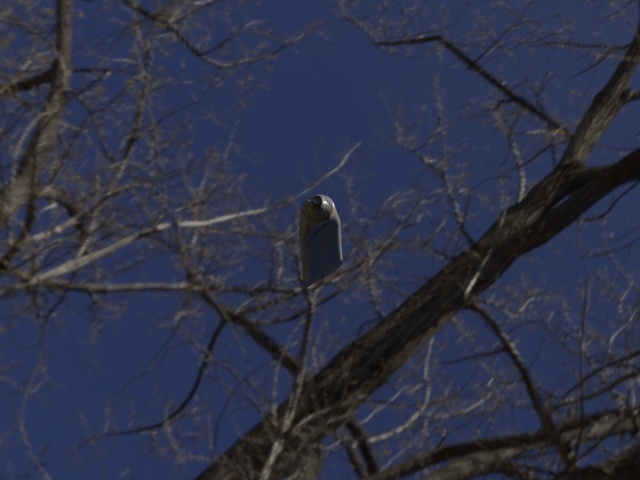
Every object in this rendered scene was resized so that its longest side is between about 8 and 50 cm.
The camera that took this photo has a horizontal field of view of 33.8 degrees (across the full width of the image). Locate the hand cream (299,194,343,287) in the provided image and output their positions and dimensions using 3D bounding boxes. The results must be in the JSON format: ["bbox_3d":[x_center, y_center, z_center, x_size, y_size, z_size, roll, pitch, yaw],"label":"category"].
[{"bbox_3d":[0.000,0.000,1.201,0.037,0.057,0.165,51,-17,27],"label":"hand cream"}]
